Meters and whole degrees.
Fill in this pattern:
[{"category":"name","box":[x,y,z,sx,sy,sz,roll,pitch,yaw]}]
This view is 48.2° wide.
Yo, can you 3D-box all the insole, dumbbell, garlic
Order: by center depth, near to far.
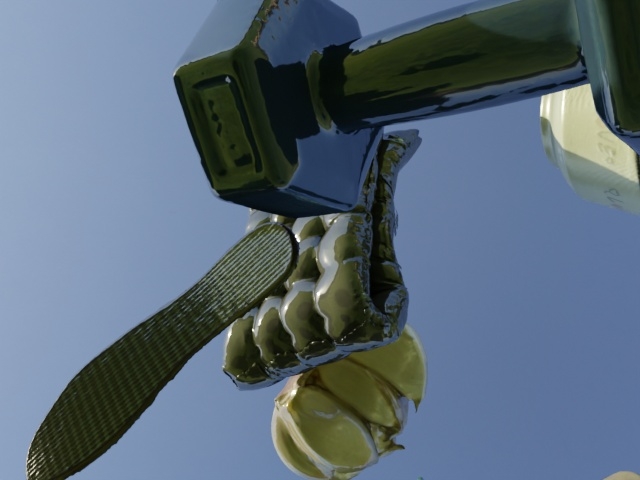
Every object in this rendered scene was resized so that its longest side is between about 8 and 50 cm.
[{"category":"dumbbell","box":[0.074,-0.099,0.398,0.324,0.144,0.160,-7,-130,36]},{"category":"insole","box":[-0.115,0.076,0.495,0.253,0.005,0.086,-42,-137,3]},{"category":"garlic","box":[0.053,0.246,1.101,0.203,0.185,0.281,34,-98,7]}]

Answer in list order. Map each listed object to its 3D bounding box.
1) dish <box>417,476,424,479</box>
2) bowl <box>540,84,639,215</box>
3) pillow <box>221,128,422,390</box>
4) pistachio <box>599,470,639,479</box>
[{"category":"dish","box":[0.081,0.346,0.650,0.078,0.224,0.246,-11,-95,5]},{"category":"bowl","box":[0.327,-0.142,0.793,0.126,0.237,0.238,7,-84,39]},{"category":"pillow","box":[0.000,0.000,0.835,0.228,0.326,0.101,-27,-52,35]},{"category":"pistachio","box":[0.241,0.300,0.621,0.135,0.136,0.226,28,-71,11]}]
